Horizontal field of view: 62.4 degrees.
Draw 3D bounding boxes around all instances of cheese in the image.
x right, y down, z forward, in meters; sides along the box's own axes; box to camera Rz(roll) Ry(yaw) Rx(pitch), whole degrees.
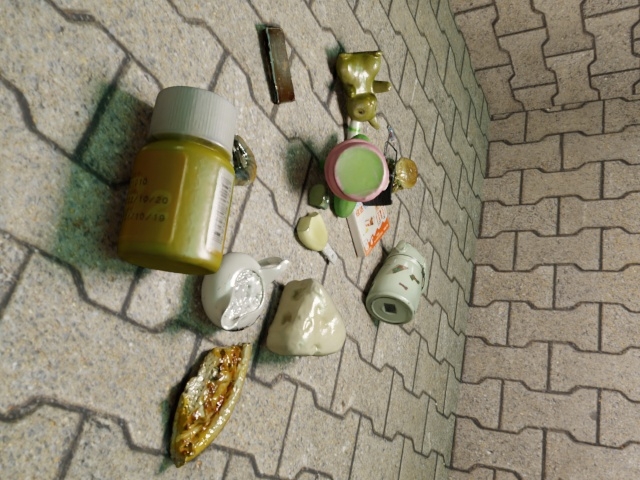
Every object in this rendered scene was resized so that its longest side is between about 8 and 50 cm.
[{"bbox_3d":[-0.043,0.286,1.640,0.248,0.173,0.251,54,44,-31],"label":"cheese"},{"bbox_3d":[0.000,0.000,1.843,0.255,0.050,0.127,52,45,-46],"label":"cheese"}]

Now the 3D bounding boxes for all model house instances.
[{"bbox_3d":[0.006,-0.151,1.840,0.083,0.066,0.079,18,75,-58],"label":"model house"}]

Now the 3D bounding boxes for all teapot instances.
[{"bbox_3d":[-0.207,0.124,1.409,0.299,0.166,0.208,-43,113,-39],"label":"teapot"}]

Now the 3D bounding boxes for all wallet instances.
[{"bbox_3d":[-0.133,-0.550,1.668,0.122,0.031,0.232,-35,120,-58],"label":"wallet"}]

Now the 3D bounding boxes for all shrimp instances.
[{"bbox_3d":[-0.243,-0.222,1.463,0.217,0.051,0.150,-25,107,-64],"label":"shrimp"}]

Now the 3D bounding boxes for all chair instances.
[{"bbox_3d":[0.206,-0.251,2.016,0.145,0.140,0.221,18,75,-62],"label":"chair"}]

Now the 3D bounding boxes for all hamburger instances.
[{"bbox_3d":[0.351,-0.287,2.348,0.159,0.131,0.185,49,53,-41],"label":"hamburger"}]

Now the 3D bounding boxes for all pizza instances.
[{"bbox_3d":[-0.277,0.394,1.349,0.365,0.074,0.182,-57,143,-44],"label":"pizza"}]

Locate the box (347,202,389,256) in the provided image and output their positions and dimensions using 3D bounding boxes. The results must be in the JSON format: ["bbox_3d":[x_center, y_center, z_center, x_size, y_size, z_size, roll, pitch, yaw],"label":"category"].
[{"bbox_3d":[0.190,-0.111,2.155,0.273,0.048,0.265,-47,126,-48],"label":"box"}]

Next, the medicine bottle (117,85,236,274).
[{"bbox_3d":[-0.307,-0.128,1.181,0.224,0.224,0.384,25,69,-56],"label":"medicine bottle"}]

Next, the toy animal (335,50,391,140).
[{"bbox_3d":[0.162,-0.542,1.998,0.181,0.180,0.363,-15,98,-17],"label":"toy animal"}]

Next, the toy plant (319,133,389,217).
[{"bbox_3d":[0.107,-0.215,1.805,0.356,0.210,0.317,-130,-129,-76],"label":"toy plant"}]

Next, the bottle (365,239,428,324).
[{"bbox_3d":[0.337,0.171,2.243,0.229,0.229,0.352,64,36,-34],"label":"bottle"}]

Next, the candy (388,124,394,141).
[{"bbox_3d":[0.324,-0.488,2.414,0.030,0.020,0.083,-56,136,-43],"label":"candy"}]
